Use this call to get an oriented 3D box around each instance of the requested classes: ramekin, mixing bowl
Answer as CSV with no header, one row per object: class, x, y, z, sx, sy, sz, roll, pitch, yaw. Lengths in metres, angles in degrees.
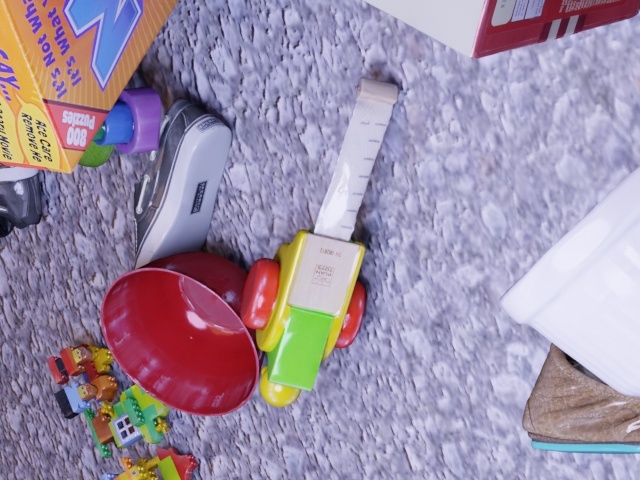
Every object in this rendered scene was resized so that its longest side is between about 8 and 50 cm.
ramekin,0.266,-0.005,1.114,0.127,0.273,0.273,47,133,6
mixing bowl,-0.122,0.080,1.617,0.181,0.098,0.181,15,128,21

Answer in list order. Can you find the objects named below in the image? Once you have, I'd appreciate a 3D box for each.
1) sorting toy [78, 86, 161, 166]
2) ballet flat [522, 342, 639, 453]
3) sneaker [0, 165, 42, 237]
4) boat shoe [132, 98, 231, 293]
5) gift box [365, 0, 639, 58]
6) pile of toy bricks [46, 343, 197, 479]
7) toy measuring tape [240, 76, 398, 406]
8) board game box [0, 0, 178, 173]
sorting toy,-0.308,-0.137,1.675,0.365,0.126,0.127,16,111,53
ballet flat,0.306,0.124,1.240,0.342,0.116,0.124,4,88,48
sneaker,-0.408,-0.054,1.882,0.234,0.078,0.106,4,110,45
boat shoe,-0.155,-0.043,1.645,0.070,0.078,0.219,38,120,28
gift box,0.098,-0.303,1.162,0.258,0.276,0.255,34,121,33
pile of toy bricks,-0.212,0.191,1.774,0.105,0.118,0.212,-32,69,13
toy measuring tape,0.000,0.000,1.499,0.121,0.121,0.330,25,104,37
board game box,-0.342,-0.322,1.365,0.356,0.356,0.356,8,139,20
